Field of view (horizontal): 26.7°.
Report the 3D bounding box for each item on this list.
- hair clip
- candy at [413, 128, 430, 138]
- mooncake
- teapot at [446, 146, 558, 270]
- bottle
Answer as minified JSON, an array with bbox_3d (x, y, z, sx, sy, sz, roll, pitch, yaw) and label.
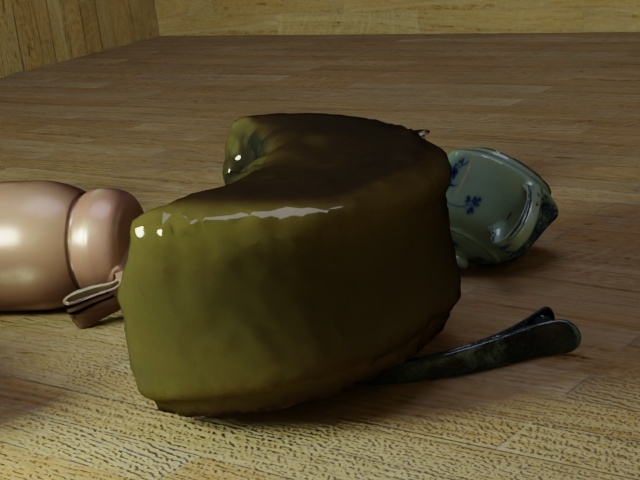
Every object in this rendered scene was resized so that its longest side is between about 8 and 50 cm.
[{"bbox_3d":[0.152,0.115,1.397,0.229,0.039,0.070,-12,19,-13],"label":"hair clip"},{"bbox_3d":[0.027,-0.092,2.001,0.265,0.116,0.155,0,18,20],"label":"candy"},{"bbox_3d":[-0.050,0.020,1.430,0.394,0.246,0.393,-19,19,-29],"label":"mooncake"},{"bbox_3d":[0.206,-0.026,1.697,0.159,0.159,0.232,-14,6,-21],"label":"teapot"},{"bbox_3d":[-0.373,0.021,1.733,0.297,0.173,0.206,-1,49,13],"label":"bottle"}]
